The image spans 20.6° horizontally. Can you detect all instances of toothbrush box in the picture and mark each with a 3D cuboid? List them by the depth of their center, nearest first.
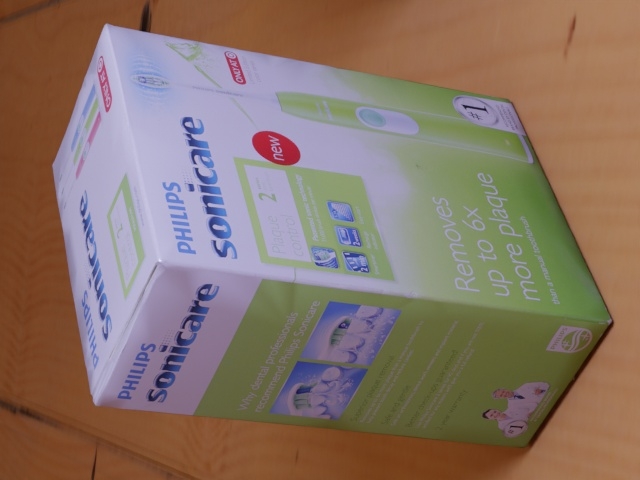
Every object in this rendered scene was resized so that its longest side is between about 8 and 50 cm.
[{"bbox_3d":[0.000,0.000,1.052,0.206,0.283,0.122,-107,33,-44],"label":"toothbrush box"}]
